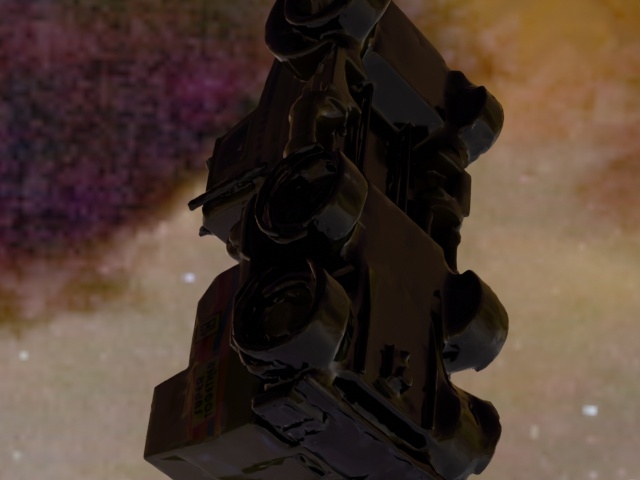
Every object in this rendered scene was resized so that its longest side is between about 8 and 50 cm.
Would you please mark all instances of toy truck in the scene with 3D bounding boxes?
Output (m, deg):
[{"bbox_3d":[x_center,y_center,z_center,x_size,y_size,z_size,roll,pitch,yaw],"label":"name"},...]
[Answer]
[{"bbox_3d":[0.004,-0.003,0.832,0.127,0.257,0.127,-23,132,35],"label":"toy truck"}]
